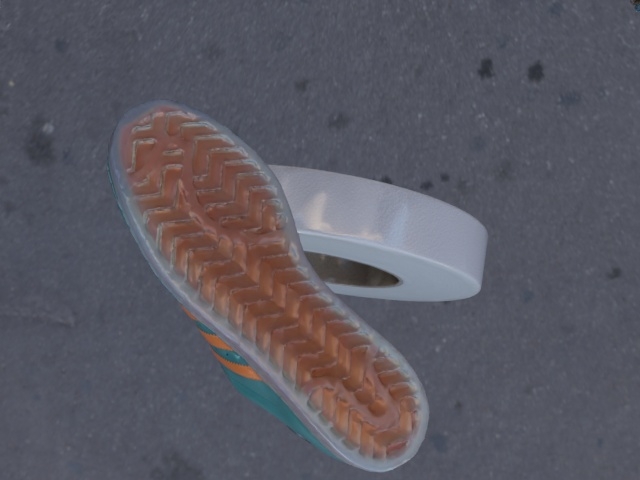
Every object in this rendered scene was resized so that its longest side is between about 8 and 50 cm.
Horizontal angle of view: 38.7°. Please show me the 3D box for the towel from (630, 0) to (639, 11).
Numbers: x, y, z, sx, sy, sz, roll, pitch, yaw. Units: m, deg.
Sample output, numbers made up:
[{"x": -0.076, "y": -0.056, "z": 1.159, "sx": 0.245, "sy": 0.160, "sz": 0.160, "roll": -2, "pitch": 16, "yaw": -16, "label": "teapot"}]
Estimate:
[{"x": 0.519, "y": -0.316, "z": 0.868, "sx": 0.271, "sy": 0.370, "sz": 0.040, "roll": -44, "pitch": 117, "yaw": -24, "label": "towel"}]

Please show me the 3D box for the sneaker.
[{"x": -0.053, "y": 0.042, "z": 0.651, "sx": 0.302, "sy": 0.108, "sz": 0.121, "roll": 53, "pitch": 155, "yaw": -5, "label": "sneaker"}]

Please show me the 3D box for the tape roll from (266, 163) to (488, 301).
[{"x": 0.000, "y": 0.000, "z": 1.082, "sx": 0.392, "sy": 0.392, "sz": 0.072, "roll": 10, "pitch": 79, "yaw": -4, "label": "tape roll"}]
